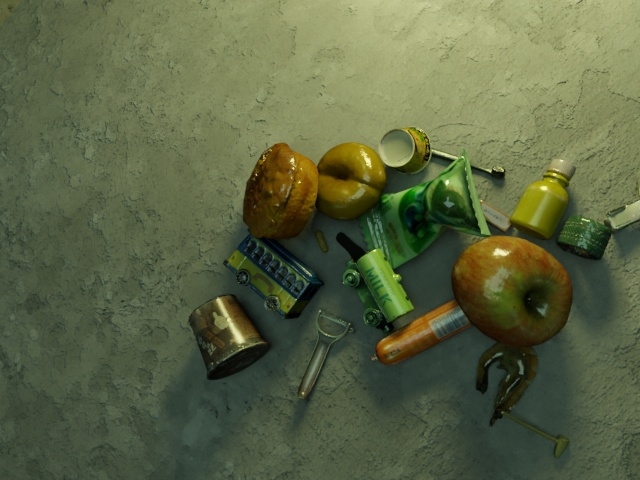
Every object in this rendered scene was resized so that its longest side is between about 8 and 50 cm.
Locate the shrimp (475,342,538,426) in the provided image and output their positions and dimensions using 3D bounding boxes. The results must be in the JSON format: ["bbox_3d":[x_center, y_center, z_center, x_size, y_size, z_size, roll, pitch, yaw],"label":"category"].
[{"bbox_3d":[0.503,0.389,1.390,0.145,0.059,0.254,35,94,21],"label":"shrimp"}]

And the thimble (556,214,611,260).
[{"bbox_3d":[0.710,-0.006,1.334,0.119,0.135,0.090,26,91,23],"label":"thimble"}]

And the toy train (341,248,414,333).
[{"bbox_3d":[0.176,0.147,1.485,0.157,0.105,0.253,-36,71,26],"label":"toy train"}]

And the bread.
[{"bbox_3d":[-0.128,-0.151,1.536,0.312,0.173,0.311,-34,49,50],"label":"bread"}]

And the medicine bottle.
[{"bbox_3d":[0.632,-0.118,1.380,0.122,0.122,0.212,28,92,19],"label":"medicine bottle"}]

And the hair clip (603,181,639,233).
[{"bbox_3d":[0.886,-0.085,1.325,0.219,0.071,0.158,-31,81,18],"label":"hair clip"}]

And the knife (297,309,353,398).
[{"bbox_3d":[0.002,0.368,1.552,0.124,0.053,0.277,23,91,14],"label":"knife"}]

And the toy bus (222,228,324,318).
[{"bbox_3d":[-0.152,0.107,1.590,0.288,0.138,0.175,39,97,18],"label":"toy bus"}]

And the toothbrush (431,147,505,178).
[{"bbox_3d":[0.418,-0.249,1.515,0.298,0.030,0.030,22,65,20],"label":"toothbrush"}]

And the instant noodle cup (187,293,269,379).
[{"bbox_3d":[-0.303,0.304,1.582,0.218,0.217,0.207,-36,67,10],"label":"instant noodle cup"}]

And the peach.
[{"bbox_3d":[0.086,-0.178,1.513,0.251,0.153,0.250,-20,60,41],"label":"peach"}]

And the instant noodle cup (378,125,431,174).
[{"bbox_3d":[0.250,-0.278,1.506,0.152,0.122,0.151,3,96,32],"label":"instant noodle cup"}]

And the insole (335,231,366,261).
[{"bbox_3d":[0.104,0.032,1.582,0.153,0.002,0.053,44,115,20],"label":"insole"}]

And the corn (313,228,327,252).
[{"bbox_3d":[0.000,0.000,1.613,0.028,0.027,0.083,-20,77,-7],"label":"corn"}]

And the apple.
[{"bbox_3d":[0.503,0.130,1.336,0.278,0.250,0.309,-32,101,-7],"label":"apple"}]

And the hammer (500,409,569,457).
[{"bbox_3d":[0.574,0.521,1.347,0.195,0.028,0.060,27,97,6],"label":"hammer"}]

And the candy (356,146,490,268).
[{"bbox_3d":[0.287,-0.072,1.465,0.398,0.172,0.262,-22,70,28],"label":"candy"}]

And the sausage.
[{"bbox_3d":[0.284,0.283,1.455,0.312,0.093,0.092,-31,75,11],"label":"sausage"}]

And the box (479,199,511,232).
[{"bbox_3d":[0.511,-0.072,1.463,0.115,0.025,0.048,37,93,19],"label":"box"}]
